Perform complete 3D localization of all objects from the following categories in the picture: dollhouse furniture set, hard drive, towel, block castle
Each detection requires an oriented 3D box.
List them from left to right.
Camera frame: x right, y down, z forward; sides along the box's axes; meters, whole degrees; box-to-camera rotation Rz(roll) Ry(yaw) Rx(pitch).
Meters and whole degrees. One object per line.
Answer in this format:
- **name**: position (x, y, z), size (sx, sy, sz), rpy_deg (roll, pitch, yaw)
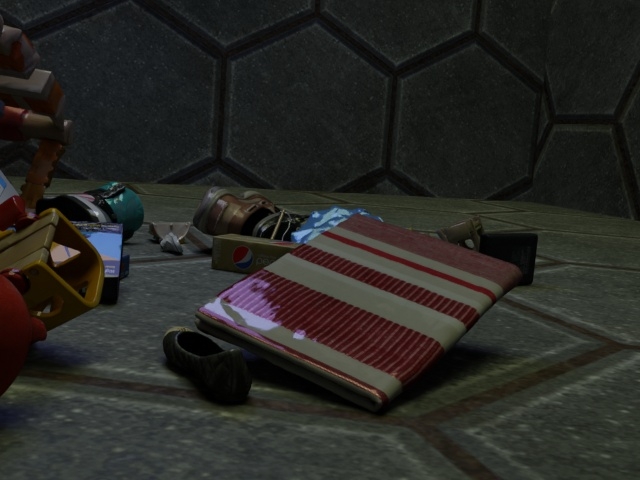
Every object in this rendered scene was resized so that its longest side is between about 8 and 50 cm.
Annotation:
- **block castle**: position (-0.667, -0.225, 1.475), size (0.212, 0.303, 0.453), rpy_deg (12, -20, 8)
- **towel**: position (0.053, 0.064, 0.868), size (0.237, 0.037, 0.329), rpy_deg (19, 30, 29)
- **dollhouse furniture set**: position (0.241, 0.030, 1.543), size (0.160, 0.101, 0.182), rpy_deg (-19, -1, 20)
- **hard drive**: position (0.333, 0.035, 1.400), size (0.135, 0.094, 0.022), rpy_deg (-1, 10, -37)

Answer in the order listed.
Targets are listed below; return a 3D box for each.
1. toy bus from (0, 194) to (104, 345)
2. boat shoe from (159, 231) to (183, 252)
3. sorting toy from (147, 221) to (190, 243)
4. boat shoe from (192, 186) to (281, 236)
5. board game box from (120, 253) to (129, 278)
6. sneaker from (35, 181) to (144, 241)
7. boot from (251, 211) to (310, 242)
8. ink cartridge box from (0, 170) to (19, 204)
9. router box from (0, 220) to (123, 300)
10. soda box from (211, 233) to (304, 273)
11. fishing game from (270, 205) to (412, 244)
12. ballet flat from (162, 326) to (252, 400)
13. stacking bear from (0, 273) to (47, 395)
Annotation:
- **toy bus**: position (-0.318, 0.060, 0.794), size (0.202, 0.191, 0.104), rpy_deg (13, -32, 46)
- **boat shoe**: position (-0.292, 0.008, 1.516), size (0.035, 0.035, 0.100), rpy_deg (-27, 21, -15)
- **sorting toy**: position (-0.325, -0.016, 1.645), size (0.083, 0.045, 0.075), rpy_deg (-1, 2, -34)
- **boat shoe**: position (-0.145, -0.033, 1.637), size (0.116, 0.123, 0.324), rpy_deg (26, 10, 17)
- **board game box**: position (-0.408, 0.038, 1.184), size (0.201, 0.035, 0.136), rpy_deg (5, 7, 6)
- **sneaker**: position (-0.415, -0.042, 1.508), size (0.178, 0.124, 0.295), rpy_deg (-13, 15, -35)
- **boot**: position (0.001, -0.002, 1.546), size (0.236, 0.085, 0.178), rpy_deg (-5, 14, -43)
- **ink cartridge box**: position (-0.549, -0.112, 1.071), size (0.066, 0.296, 0.261), rpy_deg (-27, 27, 5)
- **router box**: position (-0.363, 0.025, 1.072), size (0.178, 0.046, 0.133), rpy_deg (1, 34, -12)
- **soda box**: position (-0.096, 0.028, 1.350), size (0.181, 0.058, 0.061), rpy_deg (8, 8, 23)
- **fishing game**: position (0.035, 0.003, 1.468), size (0.263, 0.041, 0.189), rpy_deg (6, 44, 11)
- **ballet flat**: position (-0.108, 0.108, 0.759), size (0.057, 0.049, 0.173), rpy_deg (1, 8, -30)
- **stacking bear**: position (-0.298, 0.079, 0.514), size (0.175, 0.164, 0.289), rpy_deg (6, 3, 10)
